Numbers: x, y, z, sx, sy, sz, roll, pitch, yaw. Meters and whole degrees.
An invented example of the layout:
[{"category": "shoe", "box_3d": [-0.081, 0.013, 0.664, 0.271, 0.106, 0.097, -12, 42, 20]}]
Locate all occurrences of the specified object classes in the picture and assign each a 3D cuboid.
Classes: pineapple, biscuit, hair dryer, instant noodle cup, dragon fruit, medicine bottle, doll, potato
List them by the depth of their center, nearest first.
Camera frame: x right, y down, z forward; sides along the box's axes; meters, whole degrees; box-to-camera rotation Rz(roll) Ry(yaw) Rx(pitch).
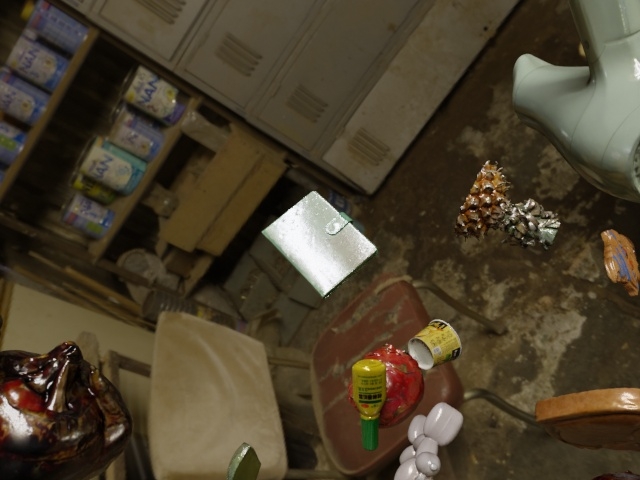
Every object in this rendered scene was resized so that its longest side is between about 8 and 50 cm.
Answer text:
[{"category": "hair dryer", "box_3d": [0.148, -0.153, 0.343, 0.075, 0.237, 0.206, -22, 25, 5]}, {"category": "doll", "box_3d": [0.172, 0.351, 0.936, 0.160, 0.059, 0.161, -53, -5, -31]}, {"category": "biscuit", "box_3d": [0.666, 0.376, 1.139, 0.350, 0.455, 0.078, 96, -179, -58]}, {"category": "potato", "box_3d": [-0.214, 0.608, 1.493, 0.054, 0.198, 0.119, 26, 43, 29]}, {"category": "biscuit", "box_3d": [0.807, 0.050, 1.504, 0.043, 0.280, 0.183, -24, 90, 42]}, {"category": "medicine bottle", "box_3d": [0.138, 0.461, 1.575, 0.064, 0.095, 0.260, -98, 5, -76]}, {"category": "pineapple", "box_3d": [0.562, -0.073, 1.649, 0.271, 0.262, 0.262, 25, 85, 17]}, {"category": "dragon fruit", "box_3d": [0.204, 0.451, 1.749, 0.241, 0.241, 0.252, -13, 23, 51]}, {"category": "instant noodle cup", "box_3d": [0.373, 0.352, 1.877, 0.151, 0.122, 0.151, 28, 126, 46]}]

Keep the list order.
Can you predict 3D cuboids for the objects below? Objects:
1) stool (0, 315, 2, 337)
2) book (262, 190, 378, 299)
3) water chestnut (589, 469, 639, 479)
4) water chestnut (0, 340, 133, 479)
[{"category": "stool", "box_3d": [-0.595, 0.111, 0.909, 0.228, 0.139, 0.153, 5, 26, 16]}, {"category": "book", "box_3d": [0.000, 0.000, 0.760, 0.103, 0.017, 0.135, -40, 61, -11]}, {"category": "water chestnut", "box_3d": [0.566, 0.535, 1.012, 0.223, 0.238, 0.224, -8, 75, 33]}, {"category": "water chestnut", "box_3d": [-0.474, 0.305, 0.967, 0.289, 0.289, 0.244, -6, 44, 53]}]
